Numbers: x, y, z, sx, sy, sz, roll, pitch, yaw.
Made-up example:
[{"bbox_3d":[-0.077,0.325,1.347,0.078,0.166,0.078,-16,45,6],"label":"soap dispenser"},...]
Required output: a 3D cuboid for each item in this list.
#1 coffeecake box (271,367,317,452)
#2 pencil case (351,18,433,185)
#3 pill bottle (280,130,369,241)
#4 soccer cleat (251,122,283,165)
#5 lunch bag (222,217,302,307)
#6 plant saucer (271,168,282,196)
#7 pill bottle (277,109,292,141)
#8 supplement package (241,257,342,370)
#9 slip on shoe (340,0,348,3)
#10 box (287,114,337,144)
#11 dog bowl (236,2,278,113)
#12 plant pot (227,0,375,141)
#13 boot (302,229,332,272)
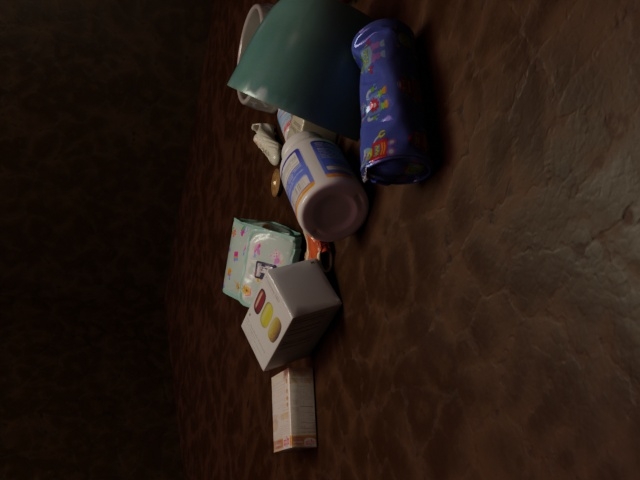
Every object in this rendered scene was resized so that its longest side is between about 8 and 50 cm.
[{"bbox_3d":[-0.066,0.414,1.669,0.142,0.068,0.185,136,135,-61],"label":"coffeecake box"},{"bbox_3d":[0.122,-0.238,1.222,0.133,0.119,0.306,-29,56,47],"label":"pencil case"},{"bbox_3d":[-0.003,-0.130,1.497,0.272,0.152,0.152,-113,33,-53],"label":"pill bottle"},{"bbox_3d":[-0.161,-0.288,2.067,0.196,0.076,0.068,-109,31,-47],"label":"soccer cleat"},{"bbox_3d":[-0.143,0.067,1.834,0.262,0.160,0.223,22,104,57],"label":"lunch bag"},{"bbox_3d":[-0.127,-0.170,2.035,0.083,0.015,0.083,-176,90,-69],"label":"plant saucer"},{"bbox_3d":[-0.064,-0.310,1.793,0.160,0.087,0.087,-110,32,-48],"label":"pill bottle"},{"bbox_3d":[-0.073,0.173,1.596,0.139,0.134,0.244,59,144,26],"label":"supplement package"},{"bbox_3d":[0.046,-0.590,1.548,0.101,0.123,0.331,56,160,-13],"label":"slip on shoe"},{"bbox_3d":[-0.001,-0.350,1.617,0.113,0.094,0.275,-131,49,-63],"label":"box"},{"bbox_3d":[-0.178,-0.570,2.140,0.349,0.102,0.348,-175,90,-70],"label":"dog bowl"},{"bbox_3d":[-0.012,-0.368,1.403,0.235,0.293,0.293,-67,24,10],"label":"plant pot"},{"bbox_3d":[0.000,0.000,1.605,0.085,0.059,0.157,-174,80,-67],"label":"boot"}]
